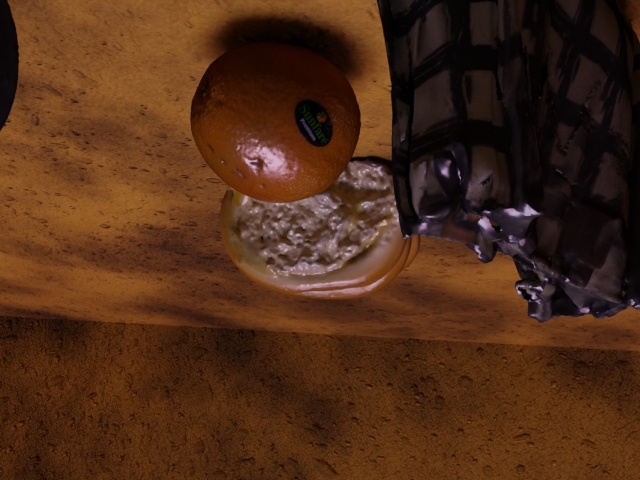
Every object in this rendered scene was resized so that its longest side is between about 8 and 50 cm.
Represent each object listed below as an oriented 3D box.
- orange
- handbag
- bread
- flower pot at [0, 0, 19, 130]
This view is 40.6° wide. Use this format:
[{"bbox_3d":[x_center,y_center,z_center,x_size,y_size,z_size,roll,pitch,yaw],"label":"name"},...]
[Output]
[{"bbox_3d":[-0.053,-0.140,1.024,0.206,0.206,0.206,6,162,2],"label":"orange"},{"bbox_3d":[0.180,-0.120,0.771,0.162,0.327,0.325,-12,156,35],"label":"handbag"},{"bbox_3d":[0.000,0.000,1.409,0.316,0.211,0.270,7,164,10],"label":"bread"},{"bbox_3d":[-0.538,-0.191,0.907,0.330,0.293,0.293,0,162,36],"label":"flower pot"}]
